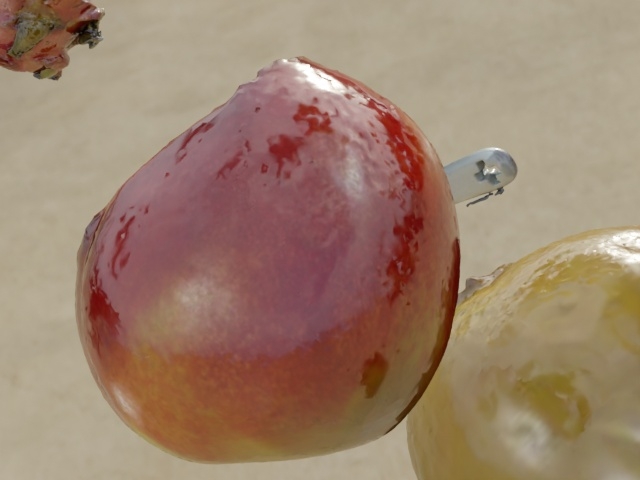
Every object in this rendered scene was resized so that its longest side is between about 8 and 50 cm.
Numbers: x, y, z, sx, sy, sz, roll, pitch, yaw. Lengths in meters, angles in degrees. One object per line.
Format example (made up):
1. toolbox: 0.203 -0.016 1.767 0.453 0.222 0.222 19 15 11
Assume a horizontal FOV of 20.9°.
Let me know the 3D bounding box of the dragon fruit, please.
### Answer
1. dragon fruit: -0.248 -0.190 1.555 0.102 0.096 0.147 -44 -5 18

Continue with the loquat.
1. loquat: 0.193 0.132 1.119 0.276 0.284 0.276 -29 -4 -2

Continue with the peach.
1. peach: -0.026 0.013 0.848 0.190 0.192 0.190 0 -8 0

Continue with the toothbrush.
1. toothbrush: -0.002 0.003 1.381 0.418 0.042 0.040 -22 24 47
